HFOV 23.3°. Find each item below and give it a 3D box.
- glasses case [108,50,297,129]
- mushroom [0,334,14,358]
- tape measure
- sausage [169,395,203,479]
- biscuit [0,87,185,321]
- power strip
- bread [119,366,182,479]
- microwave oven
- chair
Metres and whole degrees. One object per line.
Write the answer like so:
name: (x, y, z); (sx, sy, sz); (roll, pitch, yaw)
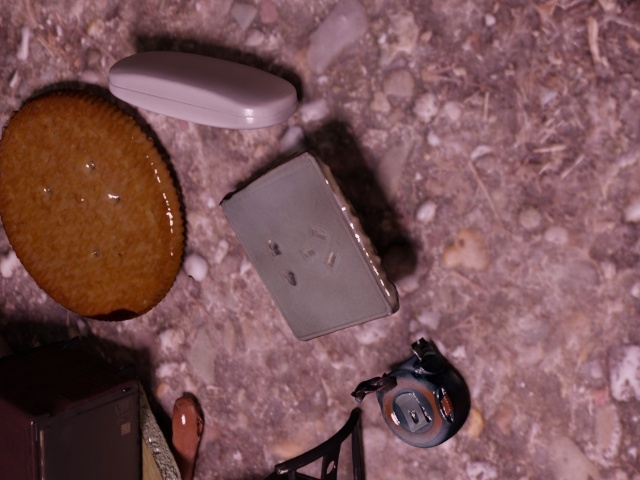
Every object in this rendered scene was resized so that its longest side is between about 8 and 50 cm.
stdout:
glasses case: (-0.132, -0.167, 1.710); (0.233, 0.092, 0.059); (16, 122, 30)
mushroom: (-0.541, 0.234, 2.050); (0.298, 0.290, 0.297); (17, 120, 33)
tape measure: (0.086, 0.183, 1.647); (0.104, 0.180, 0.107); (-40, 82, 24)
sausage: (-0.177, 0.280, 1.963); (0.043, 0.043, 0.186); (28, 123, 25)
biscuit: (-0.286, -0.043, 1.912); (0.305, 0.038, 0.305); (14, 117, 30)
power strip: (0.000, 0.000, 1.698); (0.213, 0.064, 0.198); (-22, 96, 54)
bread: (-0.224, 0.267, 1.969); (0.193, 0.036, 0.112); (61, 146, 32)
microwave oven: (-0.337, 0.268, 1.927); (0.188, 0.178, 0.247); (21, 117, 43)
chair: (-0.033, 0.327, 1.802); (0.141, 0.154, 0.260); (12, 117, 32)
